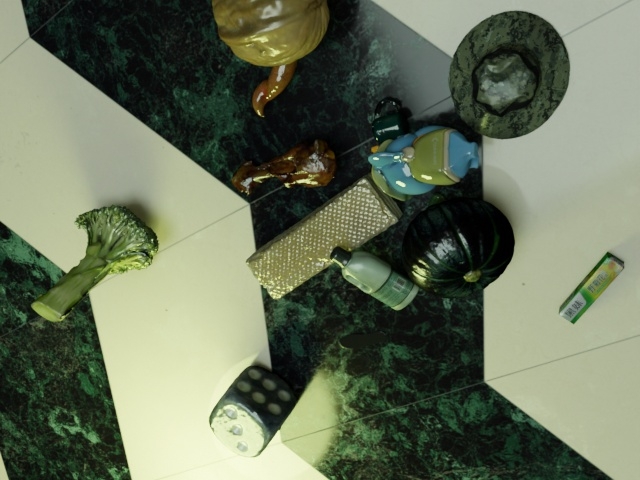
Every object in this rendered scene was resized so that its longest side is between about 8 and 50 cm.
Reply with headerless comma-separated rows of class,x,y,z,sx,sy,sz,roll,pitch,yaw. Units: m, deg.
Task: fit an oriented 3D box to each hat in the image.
hat,0.371,-0.321,1.413,0.265,0.128,0.266,7,112,17

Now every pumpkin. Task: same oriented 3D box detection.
pumpkin,0.289,-0.005,1.549,0.247,0.248,0.248,9,115,19

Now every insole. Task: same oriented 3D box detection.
insole,0.110,0.261,1.842,0.134,0.002,0.045,-16,106,28

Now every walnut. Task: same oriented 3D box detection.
walnut,-0.109,-0.481,1.493,0.260,0.225,0.225,-4,110,34

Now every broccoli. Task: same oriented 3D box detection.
broccoli,-0.612,0.072,1.875,0.252,0.361,0.221,21,142,49

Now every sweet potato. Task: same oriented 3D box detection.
sweet potato,-0.101,-0.374,1.629,0.055,0.058,0.202,37,119,-8

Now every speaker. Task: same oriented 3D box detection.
speaker,0.151,-0.267,1.565,0.075,0.060,0.095,-12,106,25

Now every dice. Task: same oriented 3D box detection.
dice,-0.188,0.474,1.955,0.182,0.181,0.183,36,123,5

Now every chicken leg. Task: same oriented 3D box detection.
chicken leg,-0.089,-0.175,1.701,0.304,0.093,0.113,-6,92,33

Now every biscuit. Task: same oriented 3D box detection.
biscuit,0.000,0.000,1.733,0.426,0.078,0.144,-33,98,31

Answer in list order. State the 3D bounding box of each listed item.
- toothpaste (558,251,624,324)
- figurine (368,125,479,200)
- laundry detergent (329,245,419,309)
toothpaste,0.596,0.106,1.551,0.043,0.037,0.179,33,120,5
figurine,0.228,-0.166,1.508,0.261,0.180,0.154,-5,104,33
laundry detergent,0.121,0.083,1.679,0.225,0.070,0.099,30,138,-18
